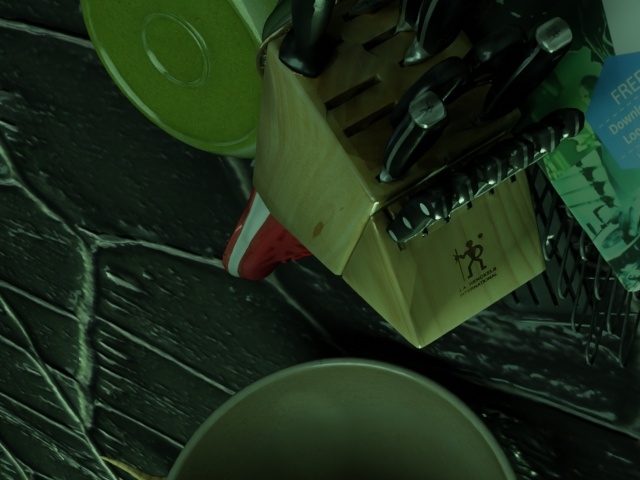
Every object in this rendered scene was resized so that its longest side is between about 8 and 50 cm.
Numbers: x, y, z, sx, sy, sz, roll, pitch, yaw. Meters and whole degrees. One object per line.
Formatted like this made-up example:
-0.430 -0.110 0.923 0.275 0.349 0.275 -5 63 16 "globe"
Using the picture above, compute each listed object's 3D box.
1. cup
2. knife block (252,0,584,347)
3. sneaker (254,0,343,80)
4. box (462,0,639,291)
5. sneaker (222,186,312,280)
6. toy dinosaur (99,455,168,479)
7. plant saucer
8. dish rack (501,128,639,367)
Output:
0.039 0.300 0.947 0.331 0.331 0.237 23 165 24 "cup"
0.022 -0.080 0.523 0.275 0.088 0.242 42 158 53 "knife block"
0.044 -0.164 0.621 0.192 0.086 0.064 -26 123 21 "sneaker"
0.133 -0.166 0.446 0.322 0.058 0.232 58 139 11 "box"
0.000 0.000 0.823 0.128 0.087 0.221 30 156 2 "sneaker"
-0.191 0.340 1.392 0.211 0.064 0.112 0 110 32 "toy dinosaur"
-0.104 -0.156 0.797 0.241 0.037 0.241 25 141 23 "plant saucer"
0.199 0.010 0.606 0.271 0.074 0.208 1 139 31 "dish rack"
